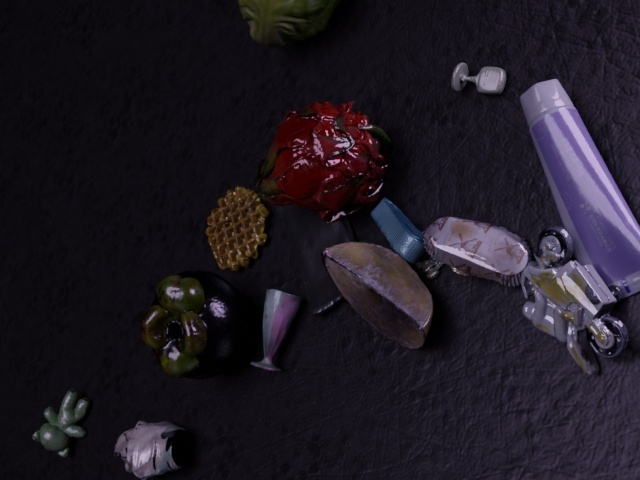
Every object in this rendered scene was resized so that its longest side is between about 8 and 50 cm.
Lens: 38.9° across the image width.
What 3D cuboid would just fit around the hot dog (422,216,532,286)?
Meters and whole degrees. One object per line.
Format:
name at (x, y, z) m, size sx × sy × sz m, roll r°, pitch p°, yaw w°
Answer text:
hot dog at (0.262, 0.014, 1.518) m, size 0.192 × 0.053 × 0.099 m, roll 18°, pitch 70°, yaw 23°

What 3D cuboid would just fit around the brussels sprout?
brussels sprout at (-0.063, -0.522, 1.876) m, size 0.244 × 0.244 × 0.244 m, roll -13°, pitch 68°, yaw 37°

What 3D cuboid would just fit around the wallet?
wallet at (0.000, 0.000, 1.782) m, size 0.146 × 0.030 × 0.285 m, roll -35°, pitch 58°, yaw 23°

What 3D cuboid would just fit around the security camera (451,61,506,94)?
security camera at (0.288, -0.286, 1.624) m, size 0.092 × 0.058 × 0.058 m, roll 20°, pitch 89°, yaw 29°

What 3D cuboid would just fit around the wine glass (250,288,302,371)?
wine glass at (-0.086, 0.176, 1.773) m, size 0.073 × 0.073 × 0.155 m, roll 8°, pitch 84°, yaw 41°

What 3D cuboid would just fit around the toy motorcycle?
toy motorcycle at (0.377, 0.097, 1.398) m, size 0.151 × 0.074 × 0.229 m, roll -45°, pitch 64°, yaw 41°

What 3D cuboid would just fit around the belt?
belt at (0.154, -0.014, 1.639) m, size 0.065 × 0.100 × 0.179 m, roll -52°, pitch 35°, yaw 16°

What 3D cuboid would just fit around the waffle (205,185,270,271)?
waffle at (-0.178, -0.026, 1.932) m, size 0.191 × 0.038 × 0.191 m, roll -14°, pitch 67°, yaw 36°

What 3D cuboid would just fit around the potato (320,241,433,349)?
potato at (0.125, 0.095, 1.623) m, size 0.100 × 0.120 × 0.261 m, roll -37°, pitch 55°, yaw -23°

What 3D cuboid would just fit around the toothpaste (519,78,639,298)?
toothpaste at (0.414, -0.081, 1.433) m, size 0.125 × 0.080 × 0.371 m, roll -32°, pitch 64°, yaw 33°

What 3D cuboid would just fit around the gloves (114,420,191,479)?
gloves at (-0.369, 0.440, 1.905) m, size 0.212 × 0.111 × 0.127 m, roll -12°, pitch 74°, yaw 29°

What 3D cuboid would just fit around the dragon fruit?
dragon fruit at (-0.011, -0.134, 1.702) m, size 0.293 × 0.234 × 0.234 m, roll -37°, pitch 55°, yaw 15°

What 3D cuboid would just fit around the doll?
doll at (-0.598, 0.428, 2.131) m, size 0.115 × 0.077 × 0.150 m, roll 33°, pitch 87°, yaw 4°

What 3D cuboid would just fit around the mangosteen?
mangosteen at (-0.253, 0.167, 1.806) m, size 0.243 × 0.243 × 0.243 m, roll -13°, pitch 68°, yaw 37°
